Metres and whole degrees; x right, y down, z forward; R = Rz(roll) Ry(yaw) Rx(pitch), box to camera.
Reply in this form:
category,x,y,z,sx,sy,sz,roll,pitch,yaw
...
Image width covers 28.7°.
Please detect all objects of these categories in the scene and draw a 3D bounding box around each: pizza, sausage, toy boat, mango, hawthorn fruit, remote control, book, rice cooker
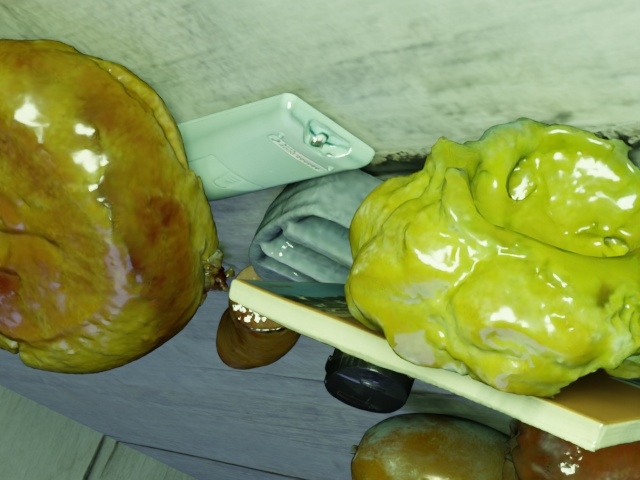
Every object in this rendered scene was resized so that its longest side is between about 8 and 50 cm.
category,x,y,z,sx,sy,sz,roll,pitch,yaw
pizza,-0.173,0.046,1.585,0.154,0.069,0.194,30,161,-22
sausage,-0.078,0.104,1.607,0.109,0.108,0.270,23,161,-5
toy boat,0.000,0.000,1.263,0.127,0.078,0.283,24,162,-11
mango,0.227,0.375,1.865,0.384,0.198,0.221,23,176,5
hawthorn fruit,0.341,0.255,1.474,0.251,0.199,0.199,8,161,0
remote control,-0.073,-0.077,1.170,0.103,0.051,0.293,32,158,-28
book,0.139,0.094,1.063,0.374,0.028,0.263,18,-170,40
rice cooker,0.067,0.159,1.594,0.112,0.106,0.165,23,165,-6

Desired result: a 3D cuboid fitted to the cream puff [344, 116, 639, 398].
category,x,y,z,sx,sy,sz,roll,pitch,yaw
cream puff,0.160,0.004,0.936,0.282,0.185,0.282,11,-170,-2

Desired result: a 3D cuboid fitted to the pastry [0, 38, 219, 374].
category,x,y,z,sx,sy,sz,roll,pitch,yaw
pastry,-0.259,-0.027,1.178,0.356,0.164,0.356,14,129,18
